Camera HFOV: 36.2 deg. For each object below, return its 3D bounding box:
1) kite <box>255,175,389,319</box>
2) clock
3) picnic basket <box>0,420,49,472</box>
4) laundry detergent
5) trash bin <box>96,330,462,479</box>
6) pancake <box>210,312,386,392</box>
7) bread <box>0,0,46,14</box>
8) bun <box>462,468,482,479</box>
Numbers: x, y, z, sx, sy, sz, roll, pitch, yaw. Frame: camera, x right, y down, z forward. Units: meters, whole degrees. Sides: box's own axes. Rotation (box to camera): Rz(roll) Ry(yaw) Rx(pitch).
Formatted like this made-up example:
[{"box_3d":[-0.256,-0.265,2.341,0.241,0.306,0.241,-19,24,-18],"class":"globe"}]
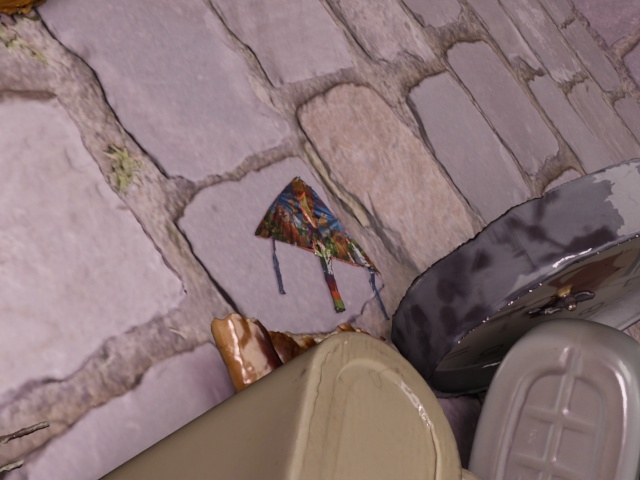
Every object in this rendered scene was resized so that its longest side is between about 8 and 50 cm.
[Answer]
[{"box_3d":[0.000,0.000,0.949,0.182,0.010,0.160,18,46,-46],"class":"kite"},{"box_3d":[0.222,0.043,0.901,0.325,0.325,0.067,8,49,-51],"class":"clock"},{"box_3d":[-0.187,0.119,0.517,0.083,0.065,0.083,-8,60,-38],"class":"picnic basket"},{"box_3d":[0.241,0.203,0.919,0.398,0.124,0.264,10,92,-67],"class":"laundry detergent"},{"box_3d":[-0.060,0.184,0.447,0.121,0.247,0.243,40,34,-20],"class":"trash bin"},{"box_3d":[0.026,0.157,0.780,0.257,0.056,0.212,8,54,-52],"class":"pancake"},{"box_3d":[-0.222,-0.288,0.720,0.139,0.240,0.240,44,29,6],"class":"bread"},{"box_3d":[0.078,0.314,0.541,0.360,0.211,0.360,53,15,-21],"class":"bun"}]
